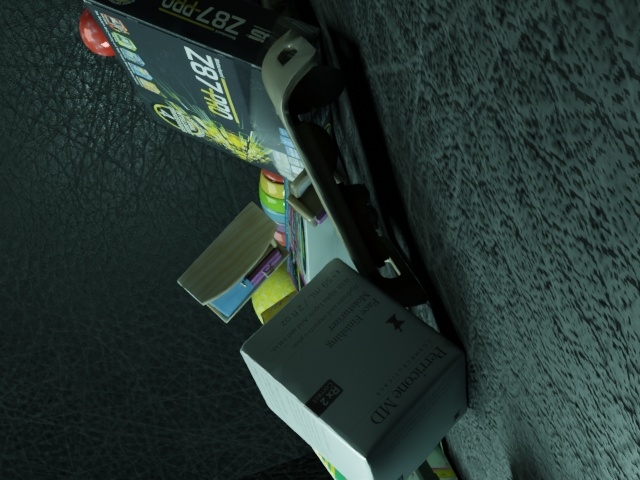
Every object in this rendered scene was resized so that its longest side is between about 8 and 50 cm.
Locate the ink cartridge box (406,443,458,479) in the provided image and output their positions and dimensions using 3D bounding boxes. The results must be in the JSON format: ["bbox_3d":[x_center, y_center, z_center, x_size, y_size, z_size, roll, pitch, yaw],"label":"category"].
[{"bbox_3d":[0.170,0.451,1.409,0.306,0.131,0.226,-118,10,-68],"label":"ink cartridge box"}]

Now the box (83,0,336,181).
[{"bbox_3d":[-0.142,-0.236,1.344,0.395,0.318,0.097,79,-145,-72],"label":"box"}]

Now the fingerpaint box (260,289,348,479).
[{"bbox_3d":[0.056,0.314,1.789,0.371,0.163,0.445,57,-178,-15],"label":"fingerpaint box"}]

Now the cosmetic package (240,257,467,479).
[{"bbox_3d":[0.040,0.150,0.960,0.183,0.151,0.151,35,159,29],"label":"cosmetic package"}]

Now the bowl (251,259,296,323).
[{"bbox_3d":[-0.004,0.124,2.153,0.156,0.289,0.289,-51,44,34],"label":"bowl"}]

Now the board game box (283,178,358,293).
[{"bbox_3d":[0.000,0.000,1.605,0.303,0.097,0.224,-116,23,-71],"label":"board game box"}]

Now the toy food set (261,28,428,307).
[{"bbox_3d":[0.031,-0.087,1.038,0.306,0.092,0.220,63,-179,-22],"label":"toy food set"}]

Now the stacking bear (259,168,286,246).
[{"bbox_3d":[-0.067,-0.142,2.009,0.164,0.175,0.289,-109,8,-48],"label":"stacking bear"}]

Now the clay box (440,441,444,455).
[{"bbox_3d":[0.133,0.230,1.429,0.222,0.053,0.127,-111,2,-52],"label":"clay box"}]

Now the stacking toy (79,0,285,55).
[{"bbox_3d":[-0.226,-0.366,1.461,0.141,0.330,0.141,166,90,-89],"label":"stacking toy"}]

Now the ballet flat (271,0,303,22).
[{"bbox_3d":[-0.049,-0.333,1.296,0.041,0.041,0.114,-130,21,-84],"label":"ballet flat"}]

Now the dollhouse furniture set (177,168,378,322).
[{"bbox_3d":[0.016,0.083,1.188,0.303,0.286,0.198,41,173,9],"label":"dollhouse furniture set"}]
